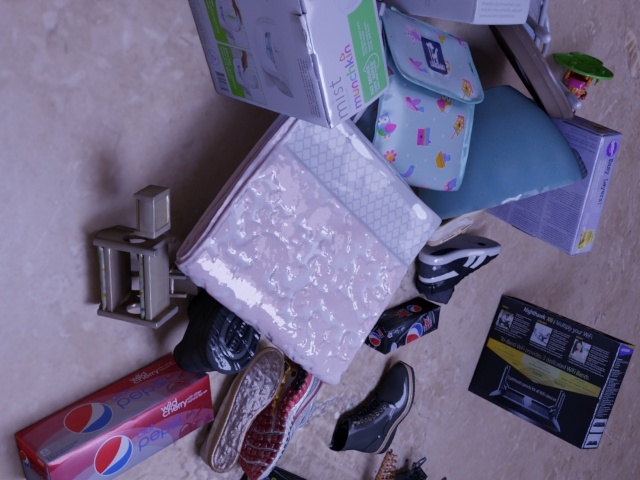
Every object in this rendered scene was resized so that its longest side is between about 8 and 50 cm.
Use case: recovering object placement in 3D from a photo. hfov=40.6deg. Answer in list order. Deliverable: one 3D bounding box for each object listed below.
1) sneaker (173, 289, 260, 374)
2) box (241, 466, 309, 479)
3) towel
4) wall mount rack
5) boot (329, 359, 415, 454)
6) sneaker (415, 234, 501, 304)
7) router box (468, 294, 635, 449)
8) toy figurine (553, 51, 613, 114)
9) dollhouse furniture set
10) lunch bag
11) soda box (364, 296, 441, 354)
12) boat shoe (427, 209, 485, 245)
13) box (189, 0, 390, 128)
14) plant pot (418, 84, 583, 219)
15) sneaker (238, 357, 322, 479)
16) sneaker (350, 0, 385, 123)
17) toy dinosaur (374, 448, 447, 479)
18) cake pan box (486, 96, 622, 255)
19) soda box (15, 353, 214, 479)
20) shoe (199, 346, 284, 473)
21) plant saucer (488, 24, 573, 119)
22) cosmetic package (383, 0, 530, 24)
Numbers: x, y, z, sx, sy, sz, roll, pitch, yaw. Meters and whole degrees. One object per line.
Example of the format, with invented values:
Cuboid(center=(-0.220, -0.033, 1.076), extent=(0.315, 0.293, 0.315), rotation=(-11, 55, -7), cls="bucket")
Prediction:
Cuboid(center=(-0.132, 0.078, 1.282), extent=(0.109, 0.130, 0.286), rotation=(53, 44, -23), cls="sneaker")
Cuboid(center=(0.010, 0.490, 1.543), extent=(0.060, 0.216, 0.270), rotation=(-59, 141, -9), cls="box")
Cuboid(center=(0.000, 0.000, 1.227), extent=(0.332, 0.053, 0.317), rotation=(43, 75, -33), cls="towel")
Cuboid(center=(0.405, -0.420, 1.577), extent=(0.350, 0.130, 0.304), rotation=(40, 57, -49), cls="wall mount rack")
Cuboid(center=(0.102, 0.329, 1.686), extent=(0.137, 0.077, 0.198), rotation=(12, 98, -45), cls="boot")
Cuboid(center=(0.270, 0.063, 1.748), extent=(0.217, 0.079, 0.121), rotation=(-9, 118, -37), cls="sneaker")
Cuboid(center=(0.507, 0.286, 1.928), extent=(0.081, 0.309, 0.243), rotation=(13, 98, -47), cls="router box")
Cuboid(center=(0.538, -0.309, 1.863), extent=(0.173, 0.130, 0.159), rotation=(-47, 157, -58), cls="toy figurine")
Cuboid(center=(-0.227, -0.004, 1.169), extent=(0.161, 0.101, 0.182), rotation=(-44, 141, -61), cls="dollhouse furniture set")
Cuboid(center=(0.136, -0.224, 1.386), extent=(0.223, 0.160, 0.262), rotation=(9, 97, -39), cls="lunch bag")
Cuboid(center=(0.159, 0.163, 1.675), extent=(0.169, 0.060, 0.053), rotation=(-18, 121, -43), cls="soda box")
Cuboid(center=(0.264, -0.039, 1.702), extent=(0.170, 0.063, 0.059), rotation=(-24, 130, -32), cls="boat shoe")
Cuboid(center=(-0.053, -0.300, 1.086), extent=(0.127, 0.231, 0.262), rotation=(-38, 132, -30), cls="box")
Cuboid(center=(0.298, -0.164, 1.542), extent=(0.290, 0.290, 0.195), rotation=(-17, 92, -43), cls="plant pot")
Cuboid(center=(-0.058, 0.309, 1.481), extent=(0.225, 0.088, 0.093), rotation=(-60, 141, -8), cls="sneaker")
Cuboid(center=(0.002, -0.324, 1.240), extent=(0.180, 0.125, 0.321), rotation=(10, 89, -46), cls="sneaker")
Cuboid(center=(0.162, 0.572, 1.815), extent=(0.218, 0.164, 0.322), rotation=(-20, 146, -23), cls="toy dinosaur")
Cuboid(center=(0.433, -0.132, 1.683), extent=(0.070, 0.267, 0.245), rotation=(-9, 118, -35), cls="cake pan box")
Cuboid(center=(-0.278, 0.259, 1.207), extent=(0.263, 0.092, 0.083), rotation=(-26, 125, -38), cls="soda box")
Cuboid(center=(-0.132, 0.269, 1.412), extent=(0.076, 0.058, 0.219), rotation=(36, 76, -30), cls="shoe")
Cuboid(center=(0.364, -0.328, 1.549), extent=(0.041, 0.278, 0.278), rotation=(-32, 140, 13), cls="plant saucer")
Cuboid(center=(0.221, -0.428, 1.366), extent=(0.151, 0.184, 0.151), rotation=(-14, 118, -43), cls="cosmetic package")
